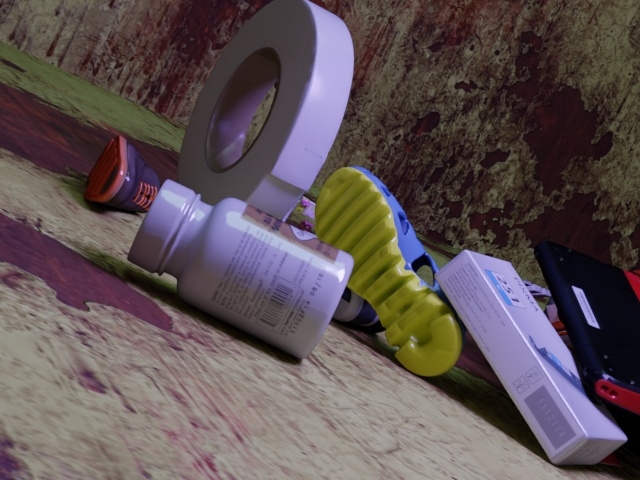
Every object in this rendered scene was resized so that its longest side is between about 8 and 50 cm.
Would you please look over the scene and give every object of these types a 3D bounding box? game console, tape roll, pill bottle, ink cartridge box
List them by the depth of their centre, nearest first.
[{"bbox_3d":[-0.090,0.027,1.540,0.229,0.131,0.131,26,6,-3],"label":"pill bottle"},{"bbox_3d":[0.300,0.160,1.836,0.261,0.066,0.296,16,39,-57],"label":"ink cartridge box"},{"bbox_3d":[0.478,0.159,1.946,0.342,0.060,0.386,20,25,-15],"label":"game console"},{"bbox_3d":[-0.091,-0.184,2.106,0.072,0.392,0.392,25,7,-28],"label":"tape roll"}]

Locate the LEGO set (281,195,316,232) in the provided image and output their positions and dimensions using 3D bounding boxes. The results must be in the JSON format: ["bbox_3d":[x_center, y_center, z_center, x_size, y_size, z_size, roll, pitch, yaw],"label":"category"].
[{"bbox_3d":[0.000,0.000,2.192,0.287,0.107,0.132,26,10,-39],"label":"LEGO set"}]

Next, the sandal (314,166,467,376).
[{"bbox_3d":[0.104,0.040,1.884,0.138,0.126,0.317,-5,63,-61],"label":"sandal"}]

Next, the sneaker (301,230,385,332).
[{"bbox_3d":[0.034,0.071,2.002,0.121,0.079,0.217,26,14,-36],"label":"sneaker"}]

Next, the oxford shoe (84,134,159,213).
[{"bbox_3d":[-0.264,-0.085,1.926,0.098,0.097,0.271,32,5,-12],"label":"oxford shoe"}]

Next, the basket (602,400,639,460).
[{"bbox_3d":[0.553,0.275,2.125,0.204,0.154,0.227,35,6,29],"label":"basket"}]

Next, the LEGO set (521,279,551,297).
[{"bbox_3d":[0.239,0.104,2.267,0.244,0.060,0.182,-5,-10,22],"label":"LEGO set"}]

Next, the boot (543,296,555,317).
[{"bbox_3d":[0.482,0.153,2.736,0.083,0.161,0.246,30,7,20],"label":"boot"}]

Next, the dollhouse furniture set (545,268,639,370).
[{"bbox_3d":[0.415,0.131,2.211,0.259,0.135,0.262,-12,2,2],"label":"dollhouse furniture set"}]
